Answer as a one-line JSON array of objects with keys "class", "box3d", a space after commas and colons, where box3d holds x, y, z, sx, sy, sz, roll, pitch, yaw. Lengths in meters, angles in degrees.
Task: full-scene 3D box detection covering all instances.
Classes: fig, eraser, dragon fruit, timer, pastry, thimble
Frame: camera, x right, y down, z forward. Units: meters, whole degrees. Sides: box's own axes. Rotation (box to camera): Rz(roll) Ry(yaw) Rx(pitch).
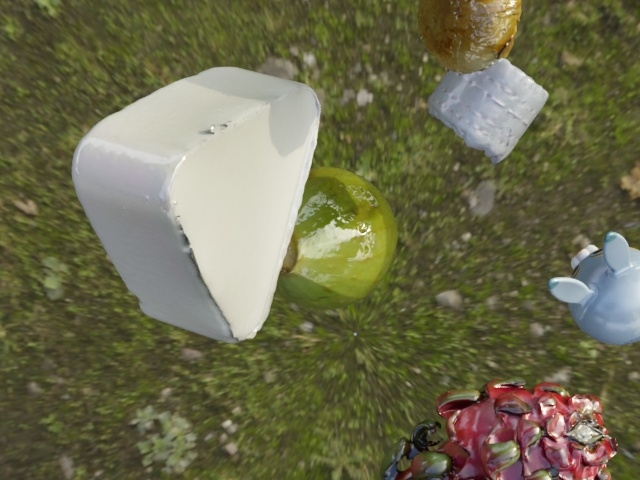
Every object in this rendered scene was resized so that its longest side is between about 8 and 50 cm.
[{"class": "fig", "box3d": [0.010, 0.002, 1.700, 0.207, 0.230, 0.207, -1, 101, -4]}, {"class": "eraser", "box3d": [-0.140, -0.025, 1.427, 0.150, 0.331, 0.331, 14, 86, 24]}, {"class": "dragon fruit", "box3d": [0.220, 0.266, 1.483, 0.272, 0.198, 0.218, -8, 55, -9]}, {"class": "timer", "box3d": [0.440, 0.060, 1.882, 0.255, 0.175, 0.175, 40, 87, -31]}, {"class": "pastry", "box3d": [0.170, -0.265, 1.375, 0.081, 0.153, 0.153, 5, 85, -28]}, {"class": "thimble", "box3d": [0.211, -0.177, 1.532, 0.127, 0.151, 0.118, 38, 100, 10]}]
